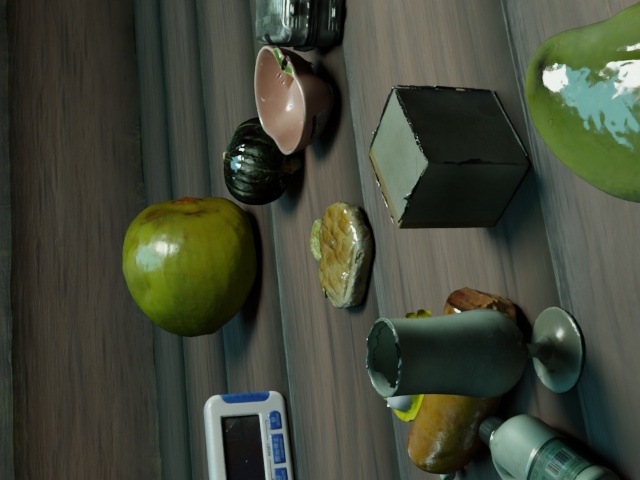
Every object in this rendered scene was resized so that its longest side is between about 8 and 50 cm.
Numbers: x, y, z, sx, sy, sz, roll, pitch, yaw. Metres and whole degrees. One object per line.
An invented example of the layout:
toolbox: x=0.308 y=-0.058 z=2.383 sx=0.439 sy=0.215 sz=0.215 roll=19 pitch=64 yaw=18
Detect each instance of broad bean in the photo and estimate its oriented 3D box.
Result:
broad bean: x=0.299 y=-0.129 z=0.858 sx=0.263 sy=0.121 sz=0.189 roll=-153 pitch=61 yaw=-65

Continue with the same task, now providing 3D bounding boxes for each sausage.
sausage: x=0.184 y=0.194 z=1.190 sx=0.109 sy=0.109 sz=0.270 roll=-122 pitch=38 yaw=-54

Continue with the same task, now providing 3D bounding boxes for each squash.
squash: x=-0.127 y=-0.161 z=1.909 sx=0.193 sy=0.156 sz=0.193 roll=-58 pitch=9 yaw=15

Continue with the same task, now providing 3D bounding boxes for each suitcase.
suitcase: x=-0.041 y=-0.515 z=1.729 sx=0.202 sy=0.128 sz=0.312 roll=-152 pitch=63 yaw=-67

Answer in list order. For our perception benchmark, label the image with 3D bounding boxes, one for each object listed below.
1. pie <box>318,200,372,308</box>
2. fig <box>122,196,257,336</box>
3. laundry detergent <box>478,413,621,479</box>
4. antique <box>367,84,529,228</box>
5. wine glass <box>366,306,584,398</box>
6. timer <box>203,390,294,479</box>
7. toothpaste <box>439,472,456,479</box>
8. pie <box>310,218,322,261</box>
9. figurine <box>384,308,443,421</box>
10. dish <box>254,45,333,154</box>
pie: x=0.039 y=0.023 z=1.640 sx=0.195 sy=0.046 sz=0.195 roll=179 pitch=90 yaw=-67
fig: x=-0.305 y=0.067 z=2.192 sx=0.343 sy=0.343 sz=0.343 roll=180 pitch=90 yaw=-69
laundry detergent: x=0.250 y=0.260 z=1.051 sx=0.225 sy=0.070 sz=0.099 roll=-149 pitch=54 yaw=-65
antique: x=0.156 y=-0.101 z=1.187 sx=0.148 sy=0.152 sz=0.147 roll=111 pitch=152 yaw=-47
wine glass: x=0.172 y=0.128 z=1.033 sx=0.103 sy=0.231 sz=0.103 roll=180 pitch=90 yaw=-68
timer: x=-0.154 y=0.454 z=1.961 sx=0.078 sy=0.178 sz=0.253 roll=127 pitch=139 yaw=-65
toothpaste: x=0.159 y=0.254 z=1.342 sx=0.216 sy=0.037 sz=0.062 roll=-103 pitch=27 yaw=-43
pie: x=-0.001 y=0.000 z=1.776 sx=0.084 sy=0.021 sz=0.084 roll=175 pitch=90 yaw=-69
figurine: x=0.129 y=0.183 z=1.310 sx=0.178 sy=0.109 sz=0.130 roll=-45 pitch=67 yaw=45
dish: x=-0.043 y=-0.276 z=1.760 sx=0.213 sy=0.090 sz=0.213 roll=39 pitch=136 yaw=51
